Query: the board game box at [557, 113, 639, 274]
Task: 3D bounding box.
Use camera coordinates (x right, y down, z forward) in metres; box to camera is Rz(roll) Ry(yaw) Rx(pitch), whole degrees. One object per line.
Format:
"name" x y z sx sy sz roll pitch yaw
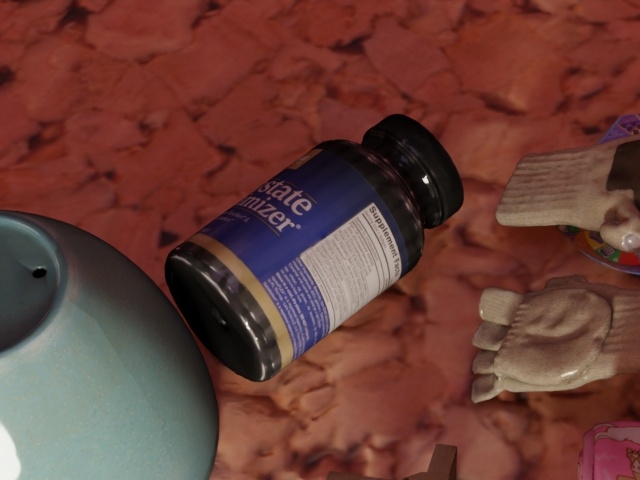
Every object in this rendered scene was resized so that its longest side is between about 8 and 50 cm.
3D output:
"board game box" 0.268 -0.047 1.522 0.133 0.033 0.169 28 60 25

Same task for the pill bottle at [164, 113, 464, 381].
"pill bottle" 0.000 0.000 1.454 0.219 0.123 0.123 -37 58 -22

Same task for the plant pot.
"plant pot" -0.227 0.090 1.360 0.290 0.195 0.290 -3 51 3

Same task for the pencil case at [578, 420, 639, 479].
"pencil case" 0.357 0.202 1.240 0.386 0.160 0.167 1 76 5

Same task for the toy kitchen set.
"toy kitchen set" 0.050 0.189 1.358 0.083 0.068 0.075 7 25 11

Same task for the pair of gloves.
"pair of gloves" 0.213 0.014 1.422 0.204 0.042 0.240 -11 46 36
